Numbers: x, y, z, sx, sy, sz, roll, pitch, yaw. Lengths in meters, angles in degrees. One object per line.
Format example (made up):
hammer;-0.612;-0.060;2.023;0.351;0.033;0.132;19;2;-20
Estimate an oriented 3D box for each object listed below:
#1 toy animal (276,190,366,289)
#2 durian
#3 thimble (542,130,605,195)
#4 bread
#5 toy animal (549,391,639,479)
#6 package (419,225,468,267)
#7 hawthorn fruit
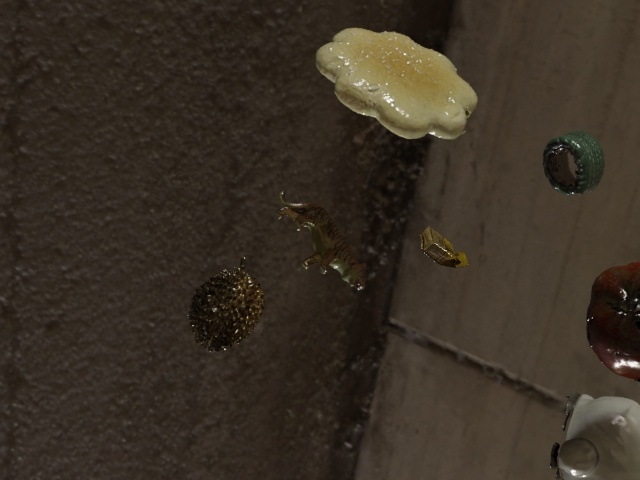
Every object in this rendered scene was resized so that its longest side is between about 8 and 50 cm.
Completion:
toy animal;0.000;0.000;1.562;0.099;0.241;0.057;-21;163;-38
durian;-0.178;0.106;1.476;0.091;0.148;0.189;45;58;-40
thimble;0.562;-0.172;1.824;0.090;0.118;0.135;-20;108;-36
bread;0.143;-0.290;1.463;0.316;0.316;0.054;-31;155;-44
toy animal;0.591;0.384;1.407;0.258;0.357;0.194;-30;124;-59
package;0.309;0.026;2.066;0.131;0.071;0.047;34;114;-24
hawthorn fruit;0.505;0.126;1.251;0.235;0.181;0.181;21;91;-53
